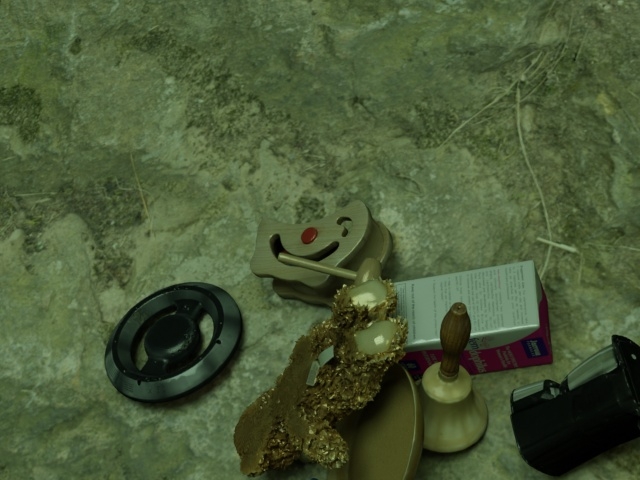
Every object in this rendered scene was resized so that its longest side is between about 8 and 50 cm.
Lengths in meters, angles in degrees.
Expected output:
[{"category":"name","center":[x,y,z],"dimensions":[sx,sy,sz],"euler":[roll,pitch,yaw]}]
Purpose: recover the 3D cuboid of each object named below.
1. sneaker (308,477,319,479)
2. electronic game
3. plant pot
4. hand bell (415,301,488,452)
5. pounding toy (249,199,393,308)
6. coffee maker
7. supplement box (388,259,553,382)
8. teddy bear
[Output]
[{"category":"sneaker","center":[-0.033,0.435,1.694],"dimensions":[0.090,0.081,0.232],"euler":[-22,50,27]},{"category":"electronic game","center":[-0.230,0.156,1.984],"dimensions":[0.229,0.048,0.229],"euler":[-12,45,13]},{"category":"plant pot","center":[0.077,0.277,1.702],"dimensions":[0.236,0.032,0.236],"euler":[-47,33,45]},{"category":"hand bell","center":[0.168,0.162,1.669],"dimensions":[0.126,0.242,0.126],"euler":[0,49,0]},{"category":"pounding toy","center":[0.000,0.000,1.902],"dimensions":[0.269,0.155,0.154],"euler":[10,65,42]},{"category":"coffee maker","center":[0.338,0.228,1.613],"dimensions":[0.178,0.120,0.171],"euler":[-35,24,29]},{"category":"supplement box","center":[0.206,0.116,1.788],"dimensions":[0.220,0.111,0.114],"euler":[-11,53,16]},{"category":"teddy bear","center":[0.015,0.200,1.750],"dimensions":[0.338,0.113,0.245],"euler":[-60,30,10]}]
